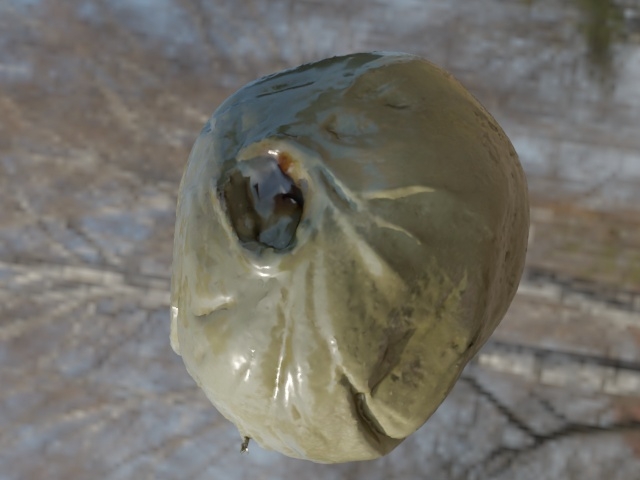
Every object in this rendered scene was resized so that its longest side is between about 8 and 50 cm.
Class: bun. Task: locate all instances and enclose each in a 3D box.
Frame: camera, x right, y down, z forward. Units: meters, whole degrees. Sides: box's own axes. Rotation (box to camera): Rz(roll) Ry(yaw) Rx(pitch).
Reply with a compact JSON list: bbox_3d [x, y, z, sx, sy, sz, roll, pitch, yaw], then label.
[{"bbox_3d":[0.000,0.000,0.761,0.113,0.167,0.173,41,-148,-52],"label":"bun"}]
